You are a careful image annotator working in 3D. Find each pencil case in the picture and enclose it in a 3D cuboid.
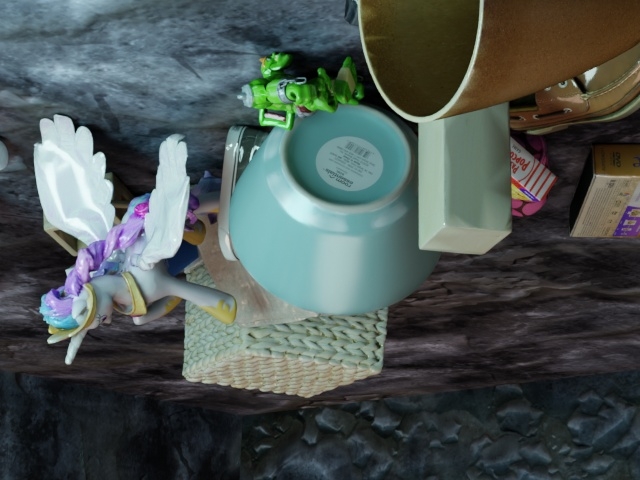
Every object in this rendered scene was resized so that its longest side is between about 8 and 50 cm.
[{"bbox_3d":[0.297,-0.104,1.865,0.098,0.095,0.209,25,167,16],"label":"pencil case"}]

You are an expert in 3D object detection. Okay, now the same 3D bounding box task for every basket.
[{"bbox_3d":[-0.068,0.139,2.393,0.328,0.267,0.331,11,159,-27],"label":"basket"}]

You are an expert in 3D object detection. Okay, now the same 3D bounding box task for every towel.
[{"bbox_3d":[-0.114,0.019,2.092,0.187,0.282,0.049,-9,-156,28],"label":"towel"}]

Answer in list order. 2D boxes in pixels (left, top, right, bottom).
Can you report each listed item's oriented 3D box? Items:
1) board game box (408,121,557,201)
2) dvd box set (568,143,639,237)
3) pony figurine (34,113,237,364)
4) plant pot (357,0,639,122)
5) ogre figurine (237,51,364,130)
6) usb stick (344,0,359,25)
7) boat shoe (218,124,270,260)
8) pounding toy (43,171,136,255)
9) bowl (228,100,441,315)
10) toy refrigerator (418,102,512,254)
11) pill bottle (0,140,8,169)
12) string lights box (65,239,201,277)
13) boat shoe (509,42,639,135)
[{"bbox_3d":[0.217,-0.118,1.693,0.146,0.045,0.193,38,171,-20],"label":"board game box"},{"bbox_3d":[0.628,-0.075,1.969,0.420,0.062,0.308,0,163,5],"label":"dvd box set"},{"bbox_3d":[-0.268,-0.005,1.860,0.302,0.351,0.363,12,-168,34],"label":"pony figurine"},{"bbox_3d":[0.201,-0.246,1.230,0.254,0.237,0.237,-7,168,-26],"label":"plant pot"},{"bbox_3d":[-0.027,-0.191,1.573,0.118,0.097,0.197,0,-152,22],"label":"ogre figurine"},{"bbox_3d":[0.165,-0.264,1.415,0.277,0.045,0.077,3,162,-7],"label":"usb stick"},{"bbox_3d":[-0.109,-0.064,1.842,0.070,0.219,0.078,12,-152,13],"label":"boat shoe"},{"bbox_3d":[-0.356,-0.065,2.054,0.206,0.094,0.181,-11,156,9],"label":"pounding toy"},{"bbox_3d":[0.029,-0.072,1.671,0.311,0.312,0.163,2,147,-3],"label":"bowl"},{"bbox_3d":[0.177,-0.127,1.480,0.094,0.270,0.102,4,162,-12],"label":"toy refrigerator"},{"bbox_3d":[-0.545,-0.126,1.899,0.116,0.065,0.065,-7,161,25],"label":"pill bottle"},{"bbox_3d":[-0.321,0.036,2.165,0.133,0.077,0.259,-6,-164,22],"label":"string lights box"},{"bbox_3d":[0.303,-0.197,1.509,0.104,0.111,0.307,9,161,-26],"label":"boat shoe"}]
